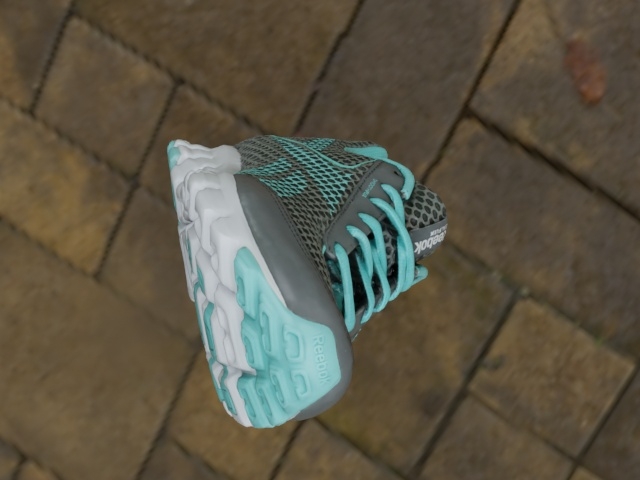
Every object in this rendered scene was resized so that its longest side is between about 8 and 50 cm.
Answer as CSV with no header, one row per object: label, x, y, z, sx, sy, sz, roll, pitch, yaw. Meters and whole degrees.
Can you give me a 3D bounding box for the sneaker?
sneaker,0.000,0.000,0.537,0.076,0.166,0.065,-10,109,-5
